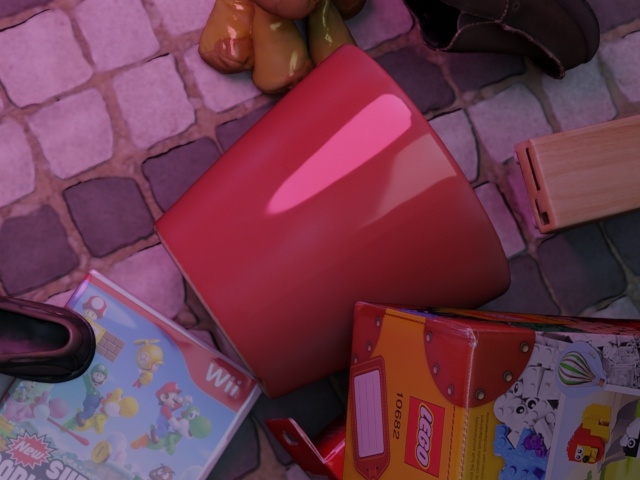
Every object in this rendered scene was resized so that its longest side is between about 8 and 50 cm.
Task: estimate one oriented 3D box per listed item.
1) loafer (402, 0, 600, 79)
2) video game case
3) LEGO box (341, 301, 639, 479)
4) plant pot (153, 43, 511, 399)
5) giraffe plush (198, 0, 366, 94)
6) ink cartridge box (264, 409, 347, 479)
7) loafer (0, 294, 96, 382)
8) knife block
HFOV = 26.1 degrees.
[{"bbox_3d":[0.138,-0.240,1.318,0.130,0.134,0.366,-52,138,9],"label":"loafer"},{"bbox_3d":[-0.211,0.199,1.298,0.204,0.025,0.285,34,77,-6],"label":"video game case"},{"bbox_3d":[0.211,0.312,1.157,0.372,0.193,0.500,3,93,-25],"label":"LEGO box"},{"bbox_3d":[0.000,0.000,1.261,0.243,0.275,0.275,-34,90,-5],"label":"plant pot"},{"bbox_3d":[-0.027,-0.258,1.322,0.181,0.170,0.210,-9,85,-13],"label":"giraffe plush"},{"bbox_3d":[0.058,0.232,1.293,0.078,0.134,0.231,-41,93,-15],"label":"ink cartridge box"},{"bbox_3d":[-0.338,0.076,1.244,0.267,0.084,0.096,4,78,-4],"label":"loafer"},{"bbox_3d":[0.329,-0.080,1.344,0.242,0.276,0.088,-18,85,16],"label":"knife block"}]
